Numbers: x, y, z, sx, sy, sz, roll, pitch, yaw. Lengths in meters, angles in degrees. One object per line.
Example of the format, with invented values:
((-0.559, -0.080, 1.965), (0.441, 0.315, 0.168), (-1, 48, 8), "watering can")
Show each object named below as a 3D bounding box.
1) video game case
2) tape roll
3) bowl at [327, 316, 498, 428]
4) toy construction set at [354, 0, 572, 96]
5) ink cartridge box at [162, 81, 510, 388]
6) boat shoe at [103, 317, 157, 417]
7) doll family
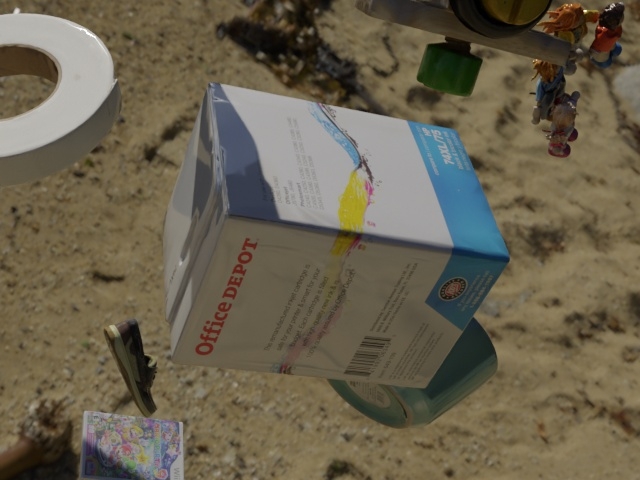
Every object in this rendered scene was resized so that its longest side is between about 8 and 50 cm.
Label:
((-0.222, 0.248, 1.126), (0.122, 0.011, 0.087), (12, 46, -23), "video game case")
((-0.544, -0.252, 1.653), (0.392, 0.072, 0.392), (0, 49, 0), "tape roll")
((0.119, 0.193, 1.574), (0.311, 0.311, 0.163), (38, 63, 2), "bowl")
((0.119, -0.212, 0.603), (0.308, 0.237, 0.257), (-1, 16, -40), "toy construction set")
((0.000, 0.000, 0.931), (0.270, 0.198, 0.197), (9, 42, -20), "ink cartridge box")
((-0.237, 0.169, 1.251), (0.049, 0.152, 0.056), (-25, 37, -15), "boat shoe")
((0.360, -0.257, 1.422), (0.118, 0.263, 0.163), (23, -10, 19), "doll family")
